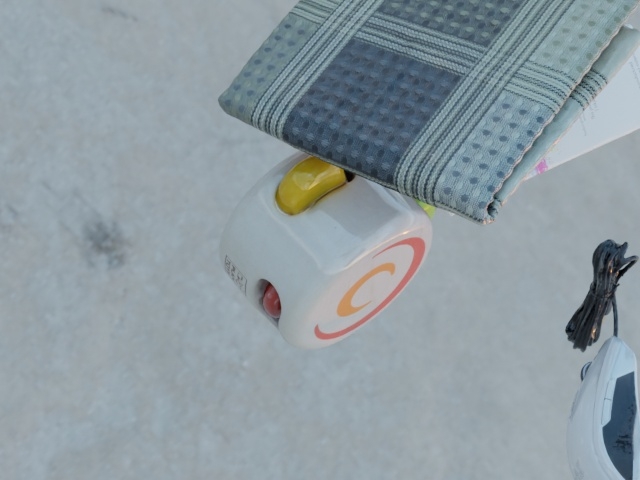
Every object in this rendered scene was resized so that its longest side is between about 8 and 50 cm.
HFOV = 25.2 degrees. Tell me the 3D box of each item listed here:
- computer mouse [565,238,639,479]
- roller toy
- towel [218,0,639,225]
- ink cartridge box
[{"bbox_3d":[0.191,0.102,0.988,0.042,0.106,0.193,8,55,-5],"label":"computer mouse"},{"bbox_3d":[0.000,0.000,1.433,0.146,0.191,0.209,47,23,21],"label":"roller toy"},{"bbox_3d":[0.113,-0.178,1.351,0.312,0.056,0.324,24,63,30],"label":"towel"},{"bbox_3d":[0.185,-0.125,1.651,0.119,0.354,0.207,68,-11,-10],"label":"ink cartridge box"}]
